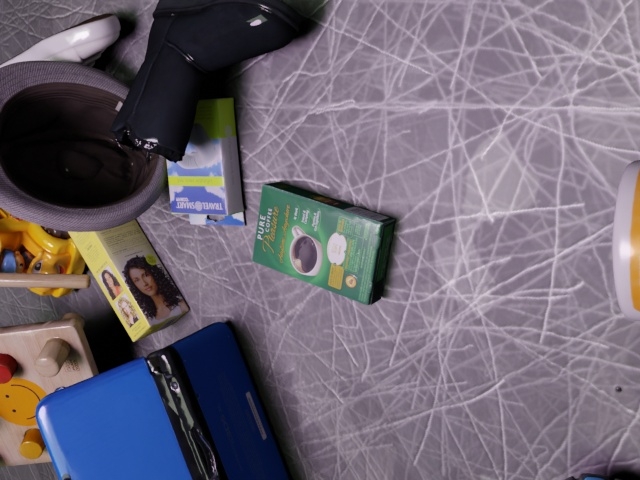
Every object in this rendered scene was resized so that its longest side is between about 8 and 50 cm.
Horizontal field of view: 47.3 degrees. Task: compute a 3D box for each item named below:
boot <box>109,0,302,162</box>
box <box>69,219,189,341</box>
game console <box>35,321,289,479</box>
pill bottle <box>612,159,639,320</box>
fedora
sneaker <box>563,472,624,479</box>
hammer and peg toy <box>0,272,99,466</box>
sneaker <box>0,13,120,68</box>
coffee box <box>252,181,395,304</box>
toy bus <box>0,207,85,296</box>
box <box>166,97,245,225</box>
[{"bbox_3d":[-0.148,-0.196,0.909,0.246,0.094,0.207,11,82,37],"label":"boot"},{"bbox_3d":[-0.301,0.033,1.117,0.058,0.087,0.232,-39,81,36],"label":"box"},{"bbox_3d":[-0.198,0.292,0.998,0.173,0.250,0.293,-20,90,22],"label":"game console"},{"bbox_3d":[0.400,0.003,0.612,0.271,0.152,0.152,2,103,32],"label":"pill bottle"},{"bbox_3d":[-0.357,-0.119,1.032,0.124,0.275,0.244,-27,68,58],"label":"fedora"},{"bbox_3d":[0.401,0.345,0.742,0.340,0.125,0.140,15,137,26],"label":"sneaker"},{"bbox_3d":[-0.464,0.197,1.113,0.265,0.127,0.362,-7,116,5],"label":"hammer and peg toy"},{"bbox_3d":[-0.385,-0.248,1.106,0.290,0.106,0.123,-13,113,37],"label":"sneaker"},{"bbox_3d":[0.000,0.000,0.939,0.184,0.040,0.113,18,111,28],"label":"coffee box"},{"bbox_3d":[-0.520,0.002,1.176,0.220,0.211,0.149,40,119,17],"label":"toy bus"},{"bbox_3d":[-0.164,-0.106,1.019,0.109,0.042,0.178,3,103,33],"label":"box"}]
